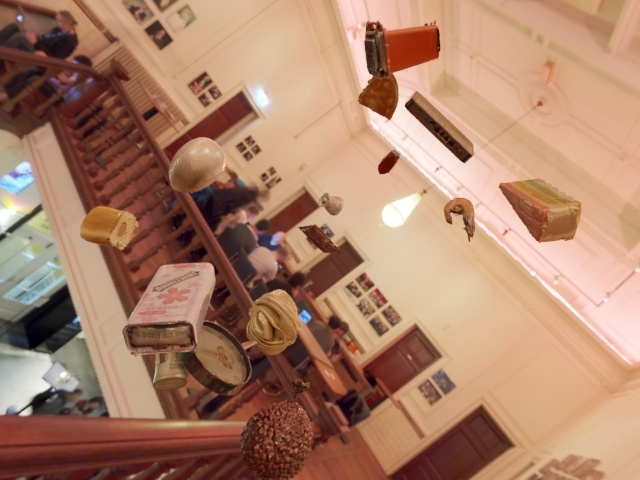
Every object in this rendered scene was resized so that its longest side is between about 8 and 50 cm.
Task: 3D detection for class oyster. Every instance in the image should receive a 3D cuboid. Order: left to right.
[{"bbox_3d":[-0.078,0.584,1.643,0.029,0.086,0.132,-78,161,-45],"label":"oyster"}]

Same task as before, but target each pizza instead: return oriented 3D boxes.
[{"bbox_3d":[0.260,-0.666,1.918,0.058,0.197,0.292,-103,171,-47],"label":"pizza"}]

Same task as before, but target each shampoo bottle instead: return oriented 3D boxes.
[{"bbox_3d":[-0.544,0.420,1.534,0.234,0.118,0.087,-112,-153,-46],"label":"shampoo bottle"}]

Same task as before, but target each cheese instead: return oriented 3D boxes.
[{"bbox_3d":[-0.416,-0.265,1.446,0.189,0.198,0.154,-21,-72,45],"label":"cheese"}]

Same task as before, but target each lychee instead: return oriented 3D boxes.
[{"bbox_3d":[-0.159,0.721,1.506,0.264,0.300,0.264,29,-11,6],"label":"lychee"}]

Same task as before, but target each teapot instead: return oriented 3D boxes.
[{"bbox_3d":[0.027,-0.116,1.324,0.064,0.064,0.083,26,-12,-34],"label":"teapot"}]

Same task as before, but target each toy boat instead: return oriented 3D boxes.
[{"bbox_3d":[0.321,-0.367,1.992,0.069,0.059,0.173,37,-32,0],"label":"toy boat"}]

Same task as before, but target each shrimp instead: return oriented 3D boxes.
[{"bbox_3d":[0.673,-0.101,2.023,0.052,0.143,0.251,67,20,-52],"label":"shrimp"}]

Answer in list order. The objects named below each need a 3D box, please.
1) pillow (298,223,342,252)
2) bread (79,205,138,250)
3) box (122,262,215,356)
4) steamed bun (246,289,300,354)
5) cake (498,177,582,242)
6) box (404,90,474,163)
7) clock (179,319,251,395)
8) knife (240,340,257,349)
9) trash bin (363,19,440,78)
[{"bbox_3d":[0.000,0.000,1.635,0.185,0.043,0.118,39,-25,-29],"label":"pillow"},{"bbox_3d":[-0.725,-0.043,1.441,0.173,0.134,0.085,12,-19,23],"label":"bread"},{"bbox_3d":[-0.437,0.194,1.270,0.370,0.190,0.112,-98,-175,-65],"label":"box"},{"bbox_3d":[-0.223,0.401,2.054,0.276,0.289,0.203,47,-13,-6],"label":"steamed bun"},{"bbox_3d":[0.541,-0.102,1.040,0.225,0.109,0.090,-101,179,-45],"label":"cake"},{"bbox_3d":[0.500,-0.477,1.761,0.350,0.058,0.211,42,33,-5],"label":"box"},{"bbox_3d":[-0.390,0.434,1.585,0.312,0.061,0.312,44,11,-10],"label":"clock"},{"bbox_3d":[-0.386,0.471,1.752,0.046,0.256,0.022,-149,-138,-67],"label":"knife"},{"bbox_3d":[0.281,-0.687,1.472,0.161,0.238,0.185,-118,-167,-61],"label":"trash bin"}]
